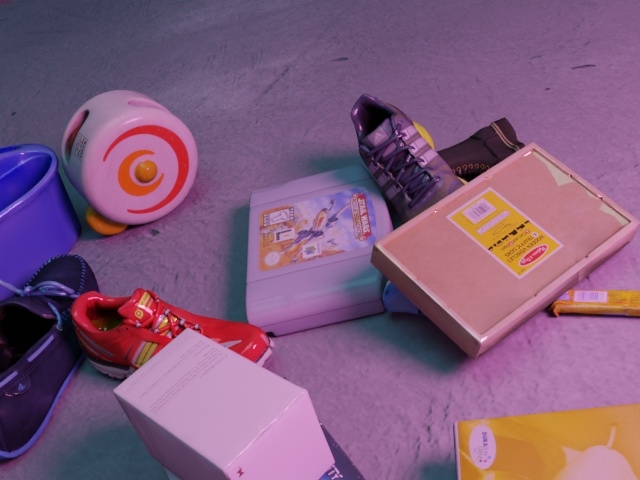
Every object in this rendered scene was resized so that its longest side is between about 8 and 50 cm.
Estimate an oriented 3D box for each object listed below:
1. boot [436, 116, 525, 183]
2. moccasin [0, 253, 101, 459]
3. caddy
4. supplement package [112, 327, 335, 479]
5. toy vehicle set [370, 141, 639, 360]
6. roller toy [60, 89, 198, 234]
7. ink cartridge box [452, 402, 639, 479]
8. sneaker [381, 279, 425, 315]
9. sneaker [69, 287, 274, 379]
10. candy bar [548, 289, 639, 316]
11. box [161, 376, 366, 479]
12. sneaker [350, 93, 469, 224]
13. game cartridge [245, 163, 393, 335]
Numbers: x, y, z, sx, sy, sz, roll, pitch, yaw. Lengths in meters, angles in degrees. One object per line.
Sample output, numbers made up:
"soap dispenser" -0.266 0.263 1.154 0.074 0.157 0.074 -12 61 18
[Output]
"boot" 0.219 -0.085 1.141 0.137 0.077 0.198 -22 26 8
"moccasin" -0.365 0.117 1.072 0.137 0.117 0.342 -13 35 7
"caddy" -0.546 -0.026 1.294 0.241 0.179 0.341 16 47 37
"supplement package" -0.094 0.178 0.800 0.179 0.105 0.105 20 50 43
"toy vehicle set" 0.211 0.002 0.948 0.267 0.035 0.166 -31 59 -24
"roller toy" -0.299 -0.127 1.308 0.209 0.191 0.146 -31 38 -18
"ink cartridge box" 0.263 0.250 0.640 0.307 0.072 0.303 -11 31 13
"sneaker" 0.146 0.069 0.959 0.162 0.063 0.073 -2 41 21
"sneaker" -0.191 0.114 0.998 0.279 0.118 0.107 2 40 26
"candy bar" 0.333 0.069 0.914 0.161 0.018 0.040 0 35 24
"box" -0.046 0.250 0.814 0.159 0.044 0.233 -29 36 -14
"sneaker" 0.110 -0.093 1.112 0.111 0.121 0.300 -44 37 12
"game cartridge" 0.000 0.000 1.127 0.198 0.062 0.297 -17 35 8
